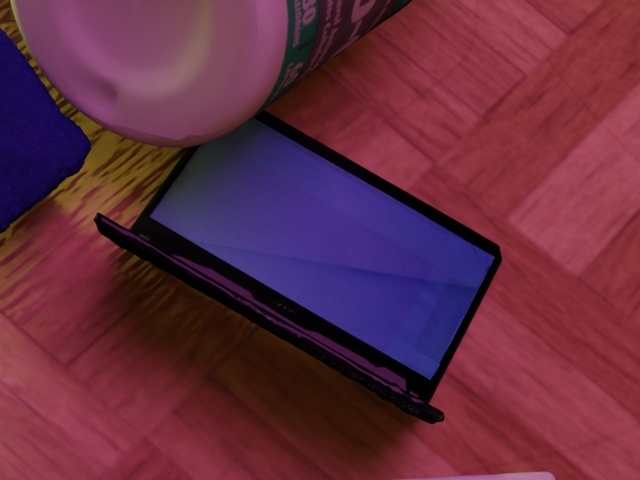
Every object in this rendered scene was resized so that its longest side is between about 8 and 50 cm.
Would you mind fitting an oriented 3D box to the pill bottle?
[{"bbox_3d":[-0.032,-0.221,1.247,0.204,0.204,0.361,38,40,8],"label":"pill bottle"}]

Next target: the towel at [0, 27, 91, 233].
[{"bbox_3d":[-0.305,-0.111,1.109,0.308,0.076,0.227,50,43,-5],"label":"towel"}]

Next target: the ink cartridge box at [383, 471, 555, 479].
[{"bbox_3d":[0.011,0.248,1.003,0.283,0.117,0.207,0,56,-21],"label":"ink cartridge box"}]

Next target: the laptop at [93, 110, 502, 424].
[{"bbox_3d":[0.000,0.000,1.167,0.234,0.264,0.136,29,87,2],"label":"laptop"}]
